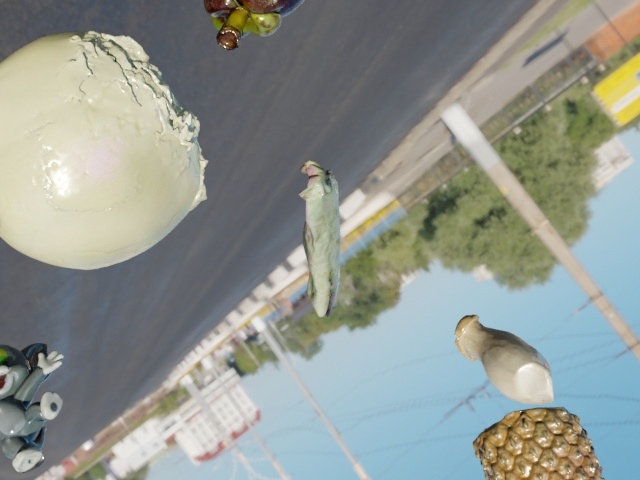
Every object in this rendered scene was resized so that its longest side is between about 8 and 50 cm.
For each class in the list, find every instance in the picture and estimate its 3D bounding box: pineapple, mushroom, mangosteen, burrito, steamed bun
[{"bbox_3d":[0.406,0.457,1.448,0.202,0.361,0.202,-17,155,-8],"label":"pineapple"},{"bbox_3d":[0.293,0.191,1.364,0.097,0.212,0.088,18,105,-39],"label":"mushroom"},{"bbox_3d":[-0.100,-0.370,1.196,0.184,0.172,0.172,-53,173,17],"label":"mangosteen"},{"bbox_3d":[0.002,0.002,1.447,0.066,0.309,0.096,-1,-140,4],"label":"burrito"},{"bbox_3d":[-0.329,-0.120,1.197,0.312,0.334,0.233,-47,-163,-22],"label":"steamed bun"}]

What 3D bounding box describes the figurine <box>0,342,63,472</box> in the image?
[{"bbox_3d":[-0.509,0.267,1.436,0.193,0.265,0.140,-29,154,-24],"label":"figurine"}]
